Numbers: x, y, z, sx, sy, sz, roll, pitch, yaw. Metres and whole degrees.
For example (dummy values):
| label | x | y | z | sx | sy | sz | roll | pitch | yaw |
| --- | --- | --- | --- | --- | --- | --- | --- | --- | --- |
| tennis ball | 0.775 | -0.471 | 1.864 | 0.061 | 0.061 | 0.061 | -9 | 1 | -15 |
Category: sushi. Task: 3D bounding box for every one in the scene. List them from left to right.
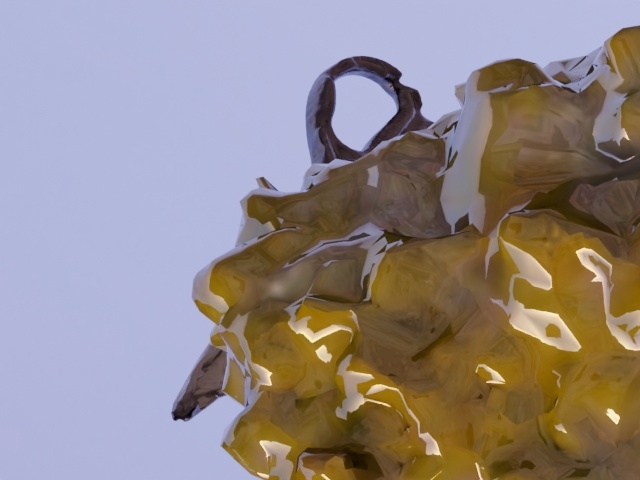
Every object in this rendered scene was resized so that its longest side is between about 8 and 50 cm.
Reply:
| label | x | y | z | sx | sy | sz | roll | pitch | yaw |
| --- | --- | --- | --- | --- | --- | --- | --- | --- | --- |
| sushi | 0.125 | 0.129 | 0.511 | 0.240 | 0.351 | 0.397 | -21 | -102 | 7 |

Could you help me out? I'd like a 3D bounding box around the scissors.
| label | x | y | z | sx | sy | sz | roll | pitch | yaw |
| --- | --- | --- | --- | --- | --- | --- | --- | --- | --- |
| scissors | 0.000 | 0.000 | 0.820 | 0.109 | 0.022 | 0.300 | 48 | -145 | -6 |
